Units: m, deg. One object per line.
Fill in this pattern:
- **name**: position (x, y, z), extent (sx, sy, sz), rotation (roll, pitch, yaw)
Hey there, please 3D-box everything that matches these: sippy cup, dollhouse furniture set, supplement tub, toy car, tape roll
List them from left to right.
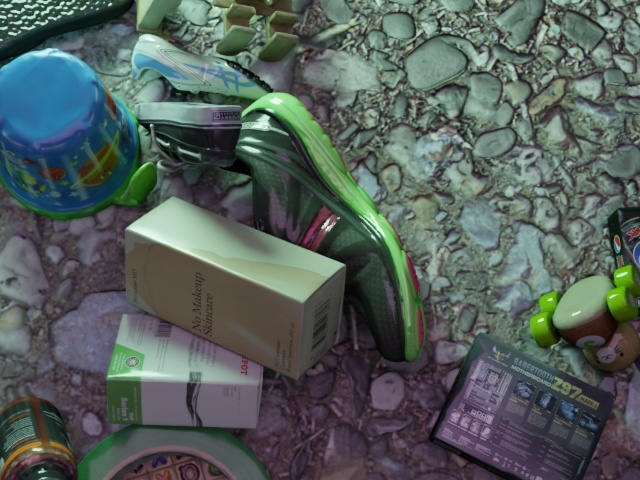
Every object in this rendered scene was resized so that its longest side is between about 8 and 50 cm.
- **supplement tub**: position (-0.402, 0.310, 1.541), extent (0.106, 0.198, 0.106), rotation (-8, 115, -19)
- **sippy cup**: position (-0.403, -0.174, 1.673), extent (0.305, 0.224, 0.240), rotation (-1, 73, -3)
- **tape roll**: position (-0.217, 0.419, 1.578), extent (0.321, 0.077, 0.321), rotation (1, 74, -2)
- **dollhouse furniture set**: position (-0.169, -0.411, 1.822), extent (0.242, 0.161, 0.212), rotation (5, 73, -24)
- **toy car**: position (0.437, 0.158, 1.666), extent (0.155, 0.149, 0.188), rotation (-23, 102, 30)

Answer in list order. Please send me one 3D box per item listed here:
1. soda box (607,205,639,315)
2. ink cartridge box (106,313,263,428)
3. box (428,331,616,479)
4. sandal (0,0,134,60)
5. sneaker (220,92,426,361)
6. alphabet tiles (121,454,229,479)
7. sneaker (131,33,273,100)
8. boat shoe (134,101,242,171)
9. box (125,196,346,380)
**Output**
- **soda box**: position (0.503, 0.033, 1.740), extent (0.053, 0.060, 0.169), rotation (-5, 75, -5)
- **ink cartridge box**: position (-0.193, 0.191, 1.607), extent (0.219, 0.093, 0.160), rotation (3, 32, -2)
- **box**: position (0.307, 0.272, 1.663), extent (0.232, 0.059, 0.183), rotation (25, 75, 5)
- **sandal**: position (-0.519, -0.360, 1.796), extent (0.445, 0.107, 0.168), rotation (-17, 74, -21)
- **sneaker**: position (0.000, 0.000, 1.685), extent (0.202, 0.185, 0.483), rotation (-34, 70, -1)
- **alphabet tiles**: position (-0.241, 0.403, 1.625), extent (0.237, 0.009, 0.198), rotation (-16, 76, -8)
- **sneaker**: position (-0.194, -0.267, 1.792), extent (0.237, 0.085, 0.086), rotation (17, 100, -1)
- **boat shoe**: position (-0.202, -0.157, 1.666), extent (0.113, 0.306, 0.105), rotation (-4, 99, -33)
- **box**: position (-0.128, 0.065, 1.594), extent (0.311, 0.148, 0.121), rotation (20, 35, 24)
